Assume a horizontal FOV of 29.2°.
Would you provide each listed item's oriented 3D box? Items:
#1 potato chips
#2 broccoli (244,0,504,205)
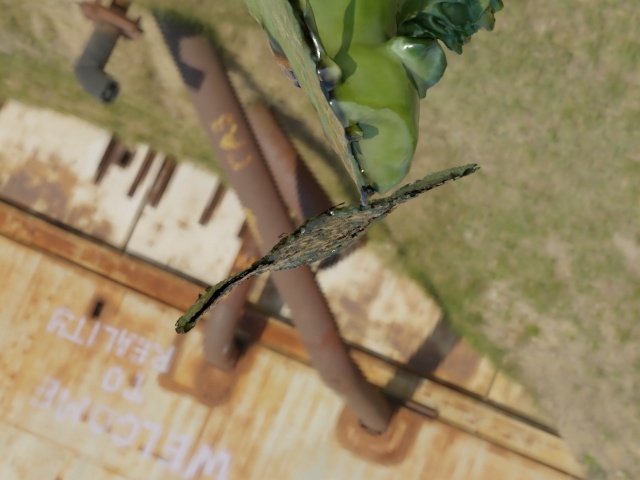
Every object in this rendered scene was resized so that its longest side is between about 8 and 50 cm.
[{"bbox_3d":[0.000,0.000,0.759,0.026,0.209,0.142,63,173,6],"label":"potato chips"},{"bbox_3d":[0.048,-0.164,0.601,0.242,0.180,0.273,78,169,-58],"label":"broccoli"}]
